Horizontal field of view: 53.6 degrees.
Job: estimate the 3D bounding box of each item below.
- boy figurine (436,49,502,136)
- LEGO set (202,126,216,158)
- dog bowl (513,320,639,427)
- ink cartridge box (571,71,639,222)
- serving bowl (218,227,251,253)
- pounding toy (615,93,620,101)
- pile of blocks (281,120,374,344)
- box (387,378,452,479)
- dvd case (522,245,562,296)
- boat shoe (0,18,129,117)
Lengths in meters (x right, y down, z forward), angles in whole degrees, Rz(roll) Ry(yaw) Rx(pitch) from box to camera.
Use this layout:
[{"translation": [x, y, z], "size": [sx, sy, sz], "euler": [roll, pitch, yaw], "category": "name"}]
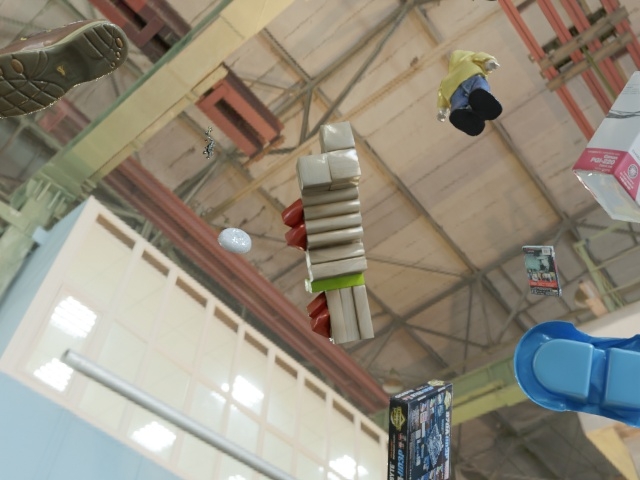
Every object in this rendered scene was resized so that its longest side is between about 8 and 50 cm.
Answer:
[{"translation": [0.321, -0.337, 1.400], "size": [0.092, 0.285, 0.177], "euler": [33, -58, -16], "category": "boy figurine"}, {"translation": [-0.243, -0.211, 1.401], "size": [0.023, 0.054, 0.083], "euler": [14, -27, -3], "category": "LEGO set"}, {"translation": [0.513, 0.249, 1.172], "size": [0.297, 0.166, 0.074], "euler": [7, -16, 21], "category": "dog bowl"}, {"translation": [0.561, -0.160, 1.095], "size": [0.158, 0.092, 0.218], "euler": [38, -99, -29], "category": "ink cartridge box"}, {"translation": [-0.206, -0.005, 1.541], "size": [0.083, 0.083, 0.027], "euler": [17, -57, -11], "category": "serving bowl"}, {"translation": [0.762, -0.263, 1.477], "size": [0.181, 0.094, 0.206], "euler": [-36, -91, 32], "category": "pounding toy"}, {"translation": [0.000, 0.000, 0.966], "size": [0.112, 0.149, 0.362], "euler": [-9, -67, -8], "category": "pile of blocks"}, {"translation": [0.207, 0.414, 1.309], "size": [0.051, 0.175, 0.220], "euler": [5, -84, 41], "category": "box"}, {"translation": [0.524, 0.072, 1.495], "size": [0.013, 0.087, 0.120], "euler": [-18, -82, -27], "category": "dvd case"}, {"translation": [-0.289, -0.181, 0.656], "size": [0.178, 0.060, 0.064], "euler": [-31, -46, -21], "category": "boat shoe"}]
